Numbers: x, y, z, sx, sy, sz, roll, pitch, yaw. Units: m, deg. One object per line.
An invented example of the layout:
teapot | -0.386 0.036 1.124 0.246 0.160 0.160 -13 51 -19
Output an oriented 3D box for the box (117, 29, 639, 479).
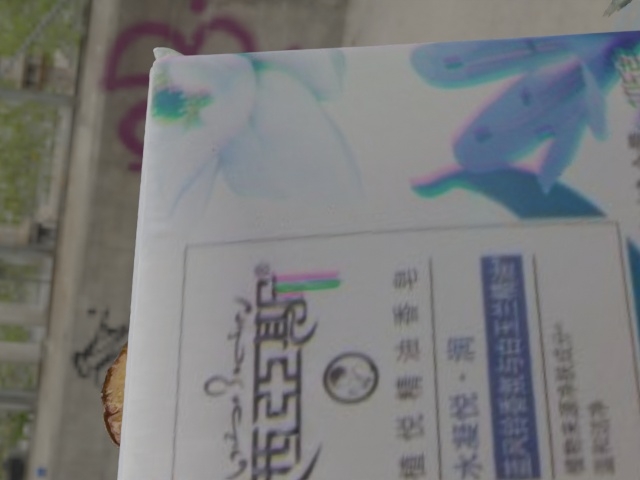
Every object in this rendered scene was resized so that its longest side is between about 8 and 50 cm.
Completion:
box | 0.042 0.068 0.483 0.116 0.203 0.274 78 -169 -59

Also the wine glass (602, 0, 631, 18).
wine glass | 0.154 -0.339 0.959 0.238 0.323 0.238 -50 2 2

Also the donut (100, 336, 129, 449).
donut | -0.058 0.127 0.976 0.141 0.217 0.085 -56 -44 -37
